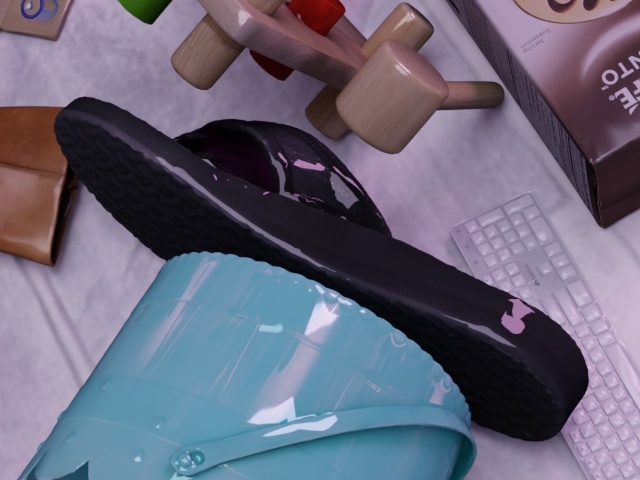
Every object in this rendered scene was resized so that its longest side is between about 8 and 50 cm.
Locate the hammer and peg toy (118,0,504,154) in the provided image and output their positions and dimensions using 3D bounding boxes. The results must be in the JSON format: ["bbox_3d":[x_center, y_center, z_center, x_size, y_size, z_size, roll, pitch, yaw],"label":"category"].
[{"bbox_3d":[-0.026,-0.169,1.130,0.127,0.266,0.361,-48,63,16],"label":"hammer and peg toy"}]

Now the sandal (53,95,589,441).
[{"bbox_3d":[0.001,0.002,1.100,0.446,0.167,0.107,27,61,18],"label":"sandal"}]

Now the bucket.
[{"bbox_3d":[-0.043,0.149,0.977,0.281,0.281,0.183,19,65,22],"label":"bucket"}]

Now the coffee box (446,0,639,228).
[{"bbox_3d":[0.206,-0.182,1.132,0.168,0.119,0.297,-30,62,0],"label":"coffee box"}]

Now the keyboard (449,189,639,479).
[{"bbox_3d":[0.182,0.077,1.086,0.072,0.014,0.256,-28,63,2],"label":"keyboard"}]

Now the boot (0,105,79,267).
[{"bbox_3d":[-0.347,-0.010,1.248,0.281,0.096,0.264,11,63,12],"label":"boot"}]

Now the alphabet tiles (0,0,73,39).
[{"bbox_3d":[-0.295,-0.327,1.397,0.343,0.011,0.285,12,71,20],"label":"alphabet tiles"}]
